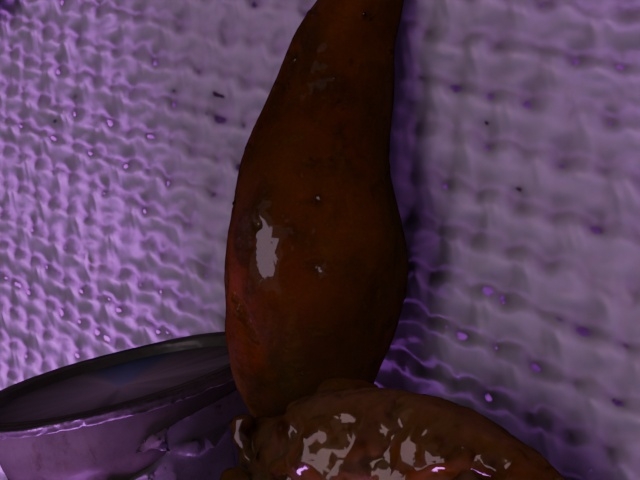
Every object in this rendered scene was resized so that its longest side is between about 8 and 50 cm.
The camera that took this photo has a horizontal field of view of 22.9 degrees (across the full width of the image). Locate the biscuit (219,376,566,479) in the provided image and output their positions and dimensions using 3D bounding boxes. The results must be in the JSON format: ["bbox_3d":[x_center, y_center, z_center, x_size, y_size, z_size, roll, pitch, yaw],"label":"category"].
[{"bbox_3d":[0.030,0.240,0.877,0.289,0.081,0.334,18,112,27],"label":"biscuit"}]

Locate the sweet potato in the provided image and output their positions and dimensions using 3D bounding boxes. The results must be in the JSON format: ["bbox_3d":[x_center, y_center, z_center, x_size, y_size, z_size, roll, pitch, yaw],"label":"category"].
[{"bbox_3d":[-0.002,0.005,0.933,0.112,0.112,0.359,10,101,52],"label":"sweet potato"}]

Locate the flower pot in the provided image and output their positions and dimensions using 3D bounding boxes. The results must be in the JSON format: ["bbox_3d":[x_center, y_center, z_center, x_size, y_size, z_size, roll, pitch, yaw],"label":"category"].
[{"bbox_3d":[-0.115,0.182,1.043,0.212,0.212,0.202,-5,97,53],"label":"flower pot"}]
